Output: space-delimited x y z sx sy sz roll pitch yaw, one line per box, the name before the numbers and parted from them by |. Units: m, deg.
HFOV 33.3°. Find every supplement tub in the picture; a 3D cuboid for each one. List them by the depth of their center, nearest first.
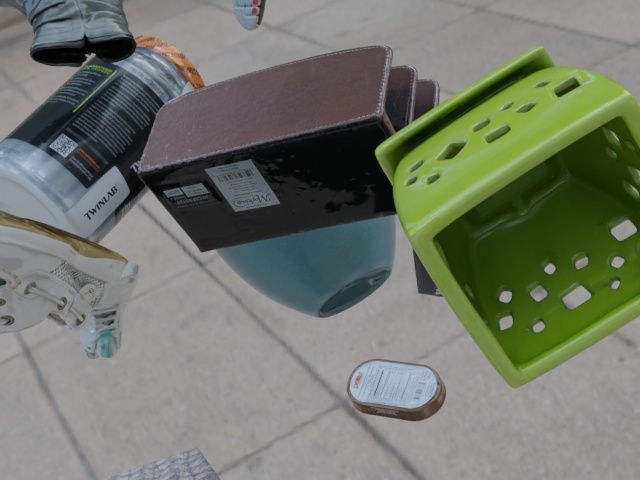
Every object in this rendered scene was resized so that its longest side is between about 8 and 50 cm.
supplement tub | -0.312 -0.140 1.528 0.193 0.194 0.316 9 50 42

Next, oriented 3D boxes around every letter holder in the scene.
letter holder | -0.028 -0.137 1.252 0.301 0.152 0.215 -10 48 24

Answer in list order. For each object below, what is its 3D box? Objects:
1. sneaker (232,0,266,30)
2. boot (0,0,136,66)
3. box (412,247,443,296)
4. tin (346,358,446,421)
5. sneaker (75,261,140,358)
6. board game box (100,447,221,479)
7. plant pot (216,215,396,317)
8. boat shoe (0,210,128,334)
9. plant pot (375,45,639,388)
sneaker | -0.072 -0.351 1.391 0.064 0.158 0.061 -14 31 -40
boot | -0.360 -0.293 1.351 0.246 0.083 0.161 -4 59 -8
box | 0.144 0.020 1.253 0.052 0.083 0.062 -11 6 -22
tin | 0.137 0.272 1.969 0.189 0.040 0.106 3 49 29
sneaker | -0.243 0.083 1.201 0.080 0.094 0.212 -4 -15 -16
board game box | -0.189 0.406 1.123 0.232 0.291 0.141 -15 14 -18
plant pot | 0.000 0.000 1.607 0.290 0.290 0.195 -27 71 -15
boat shoe | -0.240 0.029 0.814 0.098 0.277 0.096 21 87 22
plant pot | 0.196 -0.038 1.023 0.227 0.228 0.207 -33 32 5
